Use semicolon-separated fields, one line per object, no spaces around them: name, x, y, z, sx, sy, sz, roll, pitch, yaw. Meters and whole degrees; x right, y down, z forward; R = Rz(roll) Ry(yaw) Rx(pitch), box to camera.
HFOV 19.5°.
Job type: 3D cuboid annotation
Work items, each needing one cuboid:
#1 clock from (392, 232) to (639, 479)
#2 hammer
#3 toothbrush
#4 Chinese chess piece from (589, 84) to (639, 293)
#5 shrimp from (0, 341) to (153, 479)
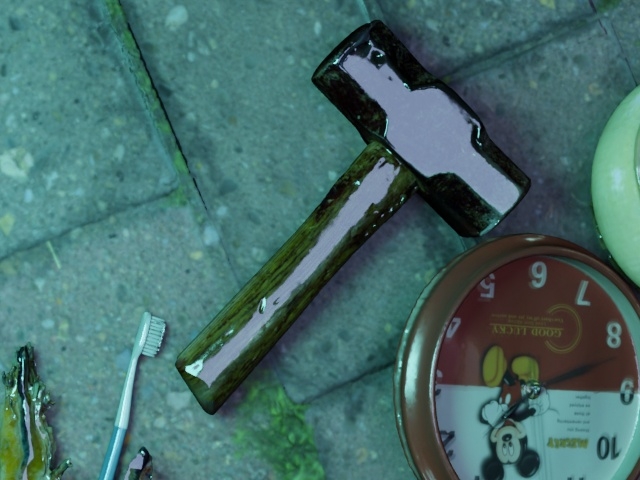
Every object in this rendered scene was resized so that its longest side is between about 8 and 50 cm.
clock;0.212;0.151;1.898;0.318;0.080;0.318;1;88;-30
hammer;0.000;0.000;1.872;0.242;0.095;0.409;43;84;-8
toothbrush;-0.200;0.205;1.834;0.025;0.019;0.275;18;82;-20
Chinese chess piece;0.413;-0.054;1.939;0.270;0.112;0.270;4;77;-19
shrimp;-0.241;0.203;1.798;0.152;0.046;0.219;-8;86;1
